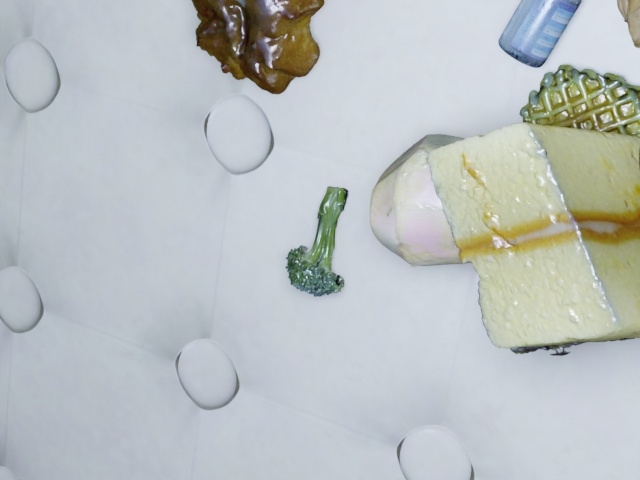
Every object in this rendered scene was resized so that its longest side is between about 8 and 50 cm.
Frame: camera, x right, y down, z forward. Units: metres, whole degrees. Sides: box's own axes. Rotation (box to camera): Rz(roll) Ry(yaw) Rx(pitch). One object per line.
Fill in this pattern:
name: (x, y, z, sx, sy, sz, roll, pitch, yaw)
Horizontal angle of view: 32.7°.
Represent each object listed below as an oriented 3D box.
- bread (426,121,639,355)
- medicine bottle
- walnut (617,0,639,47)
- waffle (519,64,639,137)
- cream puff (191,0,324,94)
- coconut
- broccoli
bread: (0.417, -0.003, 1.641, 0.242, 0.404, 0.346, -23, 75, 55)
medicine bottle: (0.354, -0.369, 1.671, 0.083, 0.083, 0.203, 36, 118, 15)
walnut: (0.520, -0.369, 1.522, 0.198, 0.198, 0.245, 40, 110, 13)
waffle: (0.411, -0.167, 1.710, 0.214, 0.054, 0.208, 30, 116, 17)
cream puff: (-0.116, -0.391, 1.883, 0.269, 0.155, 0.241, 26, 119, 13)
coconut: (0.198, -0.061, 1.764, 0.236, 0.237, 0.197, -3, 66, 28)
broccoli: (0.002, 0.001, 1.960, 0.118, 0.122, 0.204, 16, 96, 8)
